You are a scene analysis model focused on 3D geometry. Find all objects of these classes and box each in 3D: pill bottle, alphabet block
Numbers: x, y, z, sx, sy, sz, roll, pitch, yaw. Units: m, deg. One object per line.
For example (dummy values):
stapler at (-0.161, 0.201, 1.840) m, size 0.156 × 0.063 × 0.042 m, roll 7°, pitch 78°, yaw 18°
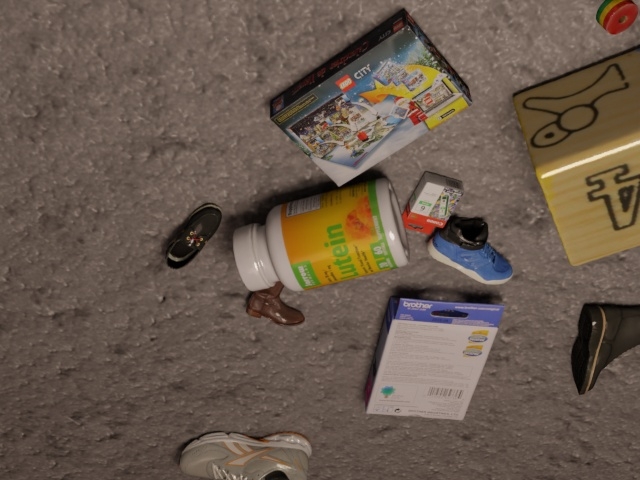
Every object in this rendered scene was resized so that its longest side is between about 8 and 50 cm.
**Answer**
pill bottle at (0.000, 0.000, 1.397) m, size 0.246 × 0.136 × 0.136 m, roll -14°, pitch 131°, yaw 11°
alphabet block at (0.395, -0.114, 1.271) m, size 0.197 × 0.192 × 0.193 m, roll -19°, pitch 128°, yaw 16°

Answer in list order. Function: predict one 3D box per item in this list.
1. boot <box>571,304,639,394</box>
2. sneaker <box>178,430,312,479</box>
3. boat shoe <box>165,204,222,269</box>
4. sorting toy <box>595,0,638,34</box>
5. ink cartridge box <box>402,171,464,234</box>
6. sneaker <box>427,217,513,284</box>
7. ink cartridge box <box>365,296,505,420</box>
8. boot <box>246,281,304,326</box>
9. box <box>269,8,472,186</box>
boot at (0.523, 0.193, 1.635) m, size 0.137 × 0.076 × 0.197 m, roll -5°, pitch 134°, yaw -4°
sneaker at (-0.148, 0.444, 1.807) m, size 0.263 × 0.121 × 0.099 m, roll -5°, pitch 131°, yaw 3°
boat shoe at (-0.197, -0.004, 1.454) m, size 0.049 × 0.042 × 0.133 m, roll 31°, pitch 123°, yaw -24°
sorting toy at (0.467, -0.342, 1.120) m, size 0.132 × 0.046 × 0.274 m, roll 13°, pitch 127°, yaw -45°
ink cartridge box at (0.167, -0.048, 1.430) m, size 0.063 × 0.029 × 0.115 m, roll 14°, pitch 130°, yaw -15°
sneaker at (0.254, 0.014, 1.469) m, size 0.152 × 0.058 × 0.084 m, roll 24°, pitch 136°, yaw -13°
ink cartridge box at (0.194, 0.197, 1.633) m, size 0.186 × 0.065 × 0.311 m, roll 5°, pitch 134°, yaw -6°
boot at (-0.063, 0.087, 1.547) m, size 0.106 × 0.037 × 0.114 m, roll 11°, pitch 127°, yaw -14°
box at (0.068, -0.190, 1.288) m, size 0.233 × 0.044 × 0.159 m, roll -31°, pitch 126°, yaw 24°
